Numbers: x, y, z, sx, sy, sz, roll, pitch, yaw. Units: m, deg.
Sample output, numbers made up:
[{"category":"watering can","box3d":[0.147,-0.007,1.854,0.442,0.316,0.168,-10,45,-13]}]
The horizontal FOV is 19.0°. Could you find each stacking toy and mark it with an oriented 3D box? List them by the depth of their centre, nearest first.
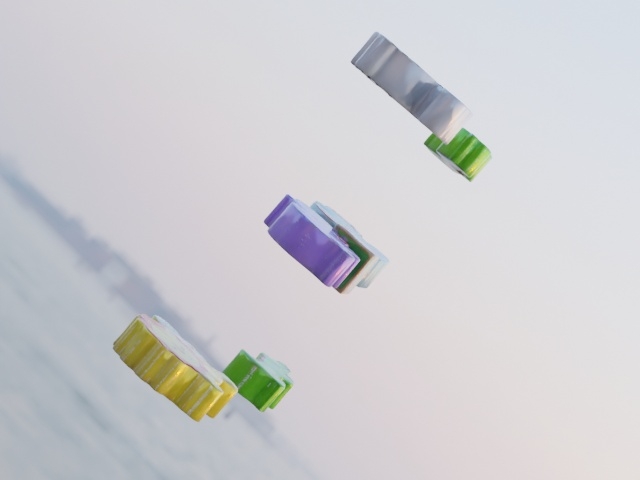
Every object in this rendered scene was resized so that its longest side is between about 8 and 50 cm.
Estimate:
[{"category":"stacking toy","box3d":[0.000,0.000,0.850,0.052,0.167,0.221,42,3,9]}]
